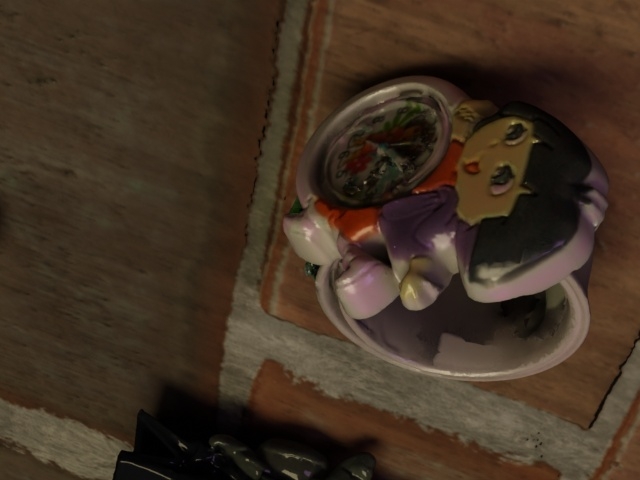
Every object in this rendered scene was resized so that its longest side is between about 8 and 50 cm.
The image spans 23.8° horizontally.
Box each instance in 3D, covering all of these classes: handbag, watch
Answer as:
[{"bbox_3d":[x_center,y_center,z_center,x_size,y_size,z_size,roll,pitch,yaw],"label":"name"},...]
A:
[{"bbox_3d":[-0.050,0.286,1.528,0.326,0.118,0.269,23,147,1],"label":"handbag"},{"bbox_3d":[0.112,0.016,1.100,0.244,0.196,0.231,-6,138,27],"label":"watch"}]

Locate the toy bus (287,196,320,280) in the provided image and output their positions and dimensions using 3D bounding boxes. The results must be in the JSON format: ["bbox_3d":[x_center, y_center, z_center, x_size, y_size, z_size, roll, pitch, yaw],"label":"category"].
[{"bbox_3d":[0.000,0.000,1.247,0.031,0.037,0.083,1,136,25],"label":"toy bus"}]
